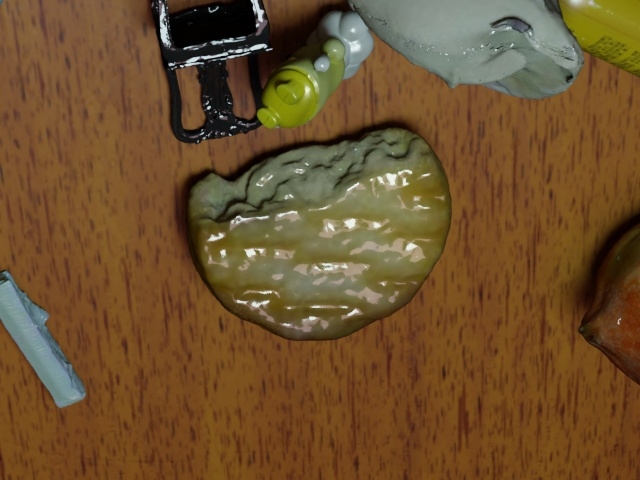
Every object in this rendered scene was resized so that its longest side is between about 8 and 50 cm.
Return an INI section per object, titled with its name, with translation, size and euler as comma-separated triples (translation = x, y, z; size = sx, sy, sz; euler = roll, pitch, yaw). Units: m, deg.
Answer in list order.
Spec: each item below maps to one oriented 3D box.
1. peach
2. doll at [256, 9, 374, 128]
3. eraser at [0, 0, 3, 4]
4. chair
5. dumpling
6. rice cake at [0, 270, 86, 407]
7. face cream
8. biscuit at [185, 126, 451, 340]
[peach]
translation = 0.401, 0.078, 2.009
size = 0.257, 0.232, 0.232
euler = -19, 125, -15
[doll]
translation = -0.005, -0.165, 1.801
size = 0.062, 0.162, 0.106
euler = 43, 133, -2
[eraser]
translation = -0.359, -0.293, 1.616
size = 0.081, 0.174, 0.227
euler = -10, 129, 28
[chair]
translation = -0.102, -0.178, 1.790
size = 0.106, 0.113, 0.229
euler = -12, 120, -5
[dumpling]
translation = 0.130, -0.233, 1.748
size = 0.204, 0.293, 0.163
euler = 0, 113, -62
[rice cake]
translation = -0.297, 0.105, 1.960
size = 0.042, 0.030, 0.180
euler = -22, 124, 6
[face cream]
translation = 0.320, -0.221, 1.871
size = 0.349, 0.105, 0.105
euler = 21, 114, -25
[biscuit]
translation = 0.000, -0.001, 1.935
size = 0.274, 0.091, 0.213
euler = -12, 121, -9
